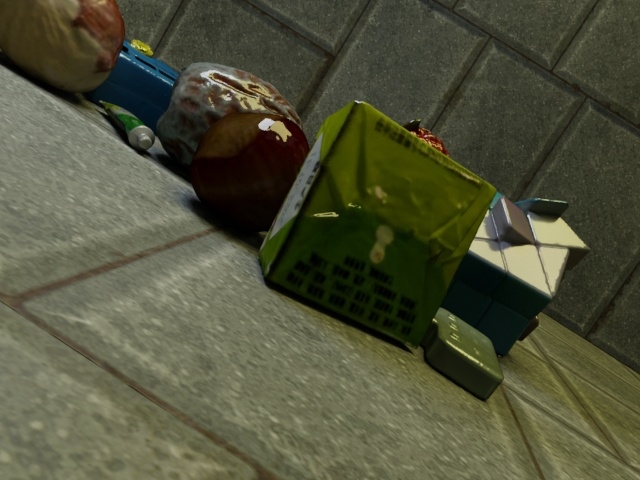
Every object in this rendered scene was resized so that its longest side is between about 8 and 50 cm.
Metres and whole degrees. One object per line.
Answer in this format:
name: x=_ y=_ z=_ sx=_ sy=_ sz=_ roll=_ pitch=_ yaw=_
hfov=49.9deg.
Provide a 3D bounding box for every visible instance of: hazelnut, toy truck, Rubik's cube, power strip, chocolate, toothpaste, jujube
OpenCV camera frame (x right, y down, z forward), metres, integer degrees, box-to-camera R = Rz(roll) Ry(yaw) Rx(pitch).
hazelnut: x=-0.513 y=-0.430 z=1.350 sx=0.261 sy=0.261 sz=0.241 roll=32 pitch=-12 yaw=0
toy truck: x=-0.360 y=-0.327 z=1.606 sx=0.384 sy=0.161 sz=0.162 roll=28 pitch=19 yaw=-34
Rubik's cube: x=0.368 y=0.042 z=1.572 sx=0.387 sy=0.358 sz=0.368 roll=33 pitch=51 yaw=5
power strip: x=0.217 y=0.170 z=1.196 sx=0.193 sy=0.059 sz=0.265 roll=33 pitch=10 yaw=4
hazelnut: x=-0.114 y=-0.116 z=1.188 sx=0.229 sy=0.230 sz=0.229 roll=31 pitch=9 yaw=-5
chocolate: x=0.081 y=-0.023 z=1.074 sx=0.300 sy=0.289 sz=0.137 roll=28 pitch=-1 yaw=-29
toothpaste: x=-0.378 y=-0.228 z=1.361 sx=0.078 sy=0.047 sz=0.248 roll=28 pitch=8 yaw=-37
jujube: x=-0.170 y=-0.208 z=1.389 sx=0.307 sy=0.246 sz=0.215 roll=23 pitch=52 yaw=-19

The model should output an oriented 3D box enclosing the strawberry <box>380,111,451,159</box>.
strawberry: x=0.110 y=-0.090 z=1.410 sx=0.311 sy=0.267 sz=0.351 roll=19 pitch=54 yaw=-15
